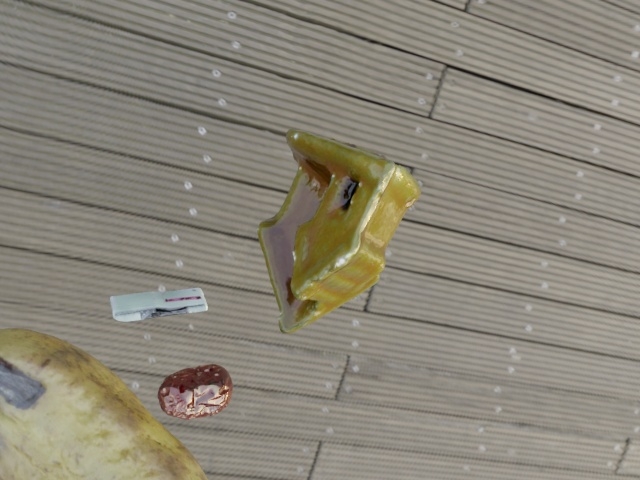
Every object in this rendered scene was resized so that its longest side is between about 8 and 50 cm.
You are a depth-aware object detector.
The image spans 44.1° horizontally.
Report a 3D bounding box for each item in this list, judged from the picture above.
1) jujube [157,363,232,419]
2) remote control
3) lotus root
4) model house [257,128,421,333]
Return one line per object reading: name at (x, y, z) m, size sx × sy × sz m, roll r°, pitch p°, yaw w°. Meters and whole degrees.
jujube at (-0.182, 0.222, 1.151) m, size 0.129 × 0.077 × 0.077 m, roll -1°, pitch 114°, yaw -59°
remote control at (-0.289, 0.112, 1.412) m, size 0.166 × 0.065 × 0.029 m, roll -6°, pitch 119°, yaw -18°
lotus root at (-0.172, 0.159, 0.579) m, size 0.258 × 0.097 × 0.110 m, roll 39°, pitch 101°, yaw 14°
model house at (-0.005, -0.002, 0.939) m, size 0.173 × 0.268 × 0.239 m, roll 25°, pitch 93°, yaw 1°
